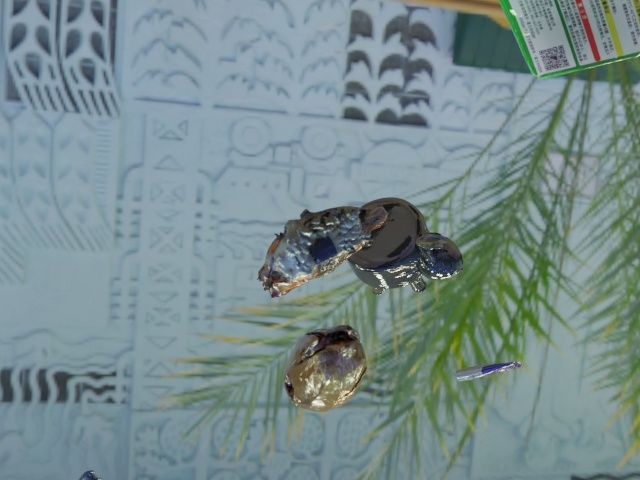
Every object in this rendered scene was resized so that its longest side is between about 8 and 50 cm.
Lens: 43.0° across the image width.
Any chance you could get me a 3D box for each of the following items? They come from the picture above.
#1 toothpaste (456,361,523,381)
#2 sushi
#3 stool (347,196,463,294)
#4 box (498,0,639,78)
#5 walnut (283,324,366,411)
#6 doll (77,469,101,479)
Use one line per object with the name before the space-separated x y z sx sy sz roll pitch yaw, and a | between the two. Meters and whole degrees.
toothpaste | 0.206 0.158 0.996 0.083 0.015 0.024 -17 151 29
sushi | 0.000 -0.002 1.237 0.226 0.097 0.103 -30 169 -11
stool | 0.139 0.030 1.444 0.228 0.153 0.139 42 170 39
box | 0.338 -0.305 0.955 0.250 0.180 0.103 -7 -139 34
walnut | 0.010 0.223 1.415 0.137 0.137 0.245 1 151 -27
doll | -0.413 0.429 1.412 0.125 0.037 0.027 -43 180 38
